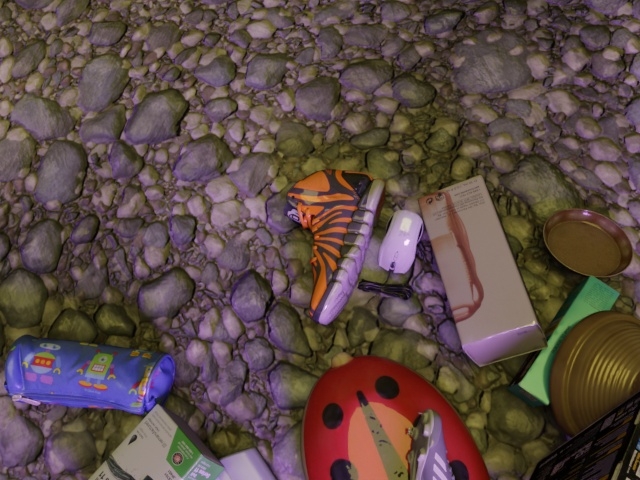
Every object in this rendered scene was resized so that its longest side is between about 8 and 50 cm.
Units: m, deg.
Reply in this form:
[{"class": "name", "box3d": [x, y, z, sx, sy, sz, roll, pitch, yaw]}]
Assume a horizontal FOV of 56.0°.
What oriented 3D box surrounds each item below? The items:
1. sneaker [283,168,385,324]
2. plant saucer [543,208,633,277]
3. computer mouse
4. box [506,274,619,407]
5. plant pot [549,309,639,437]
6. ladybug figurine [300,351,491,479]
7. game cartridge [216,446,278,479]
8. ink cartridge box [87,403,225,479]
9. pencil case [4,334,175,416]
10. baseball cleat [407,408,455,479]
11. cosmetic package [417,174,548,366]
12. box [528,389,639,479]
[{"class": "sneaker", "box3d": [0.000, 0.000, 1.179, 0.180, 0.124, 0.321, 16, 64, 12]}, {"class": "plant saucer", "box3d": [0.509, 0.009, 1.157, 0.168, 0.029, 0.168, 1, 52, -1]}, {"class": "computer mouse", "box3d": [0.138, 0.031, 1.129, 0.106, 0.193, 0.042, 17, 33, 9]}, {"class": "box", "box3d": [0.439, 0.185, 1.096, 0.060, 0.100, 0.244, 35, 78, 14]}, {"class": "plant pot", "box3d": [0.513, 0.244, 1.012, 0.237, 0.110, 0.237, -3, 97, -24]}, {"class": "ladybug figurine", "box3d": [0.126, 0.395, 1.019, 0.305, 0.162, 0.449, -29, 74, -5]}, {"class": "game cartridge", "box3d": [-0.199, 0.513, 1.061, 0.297, 0.062, 0.198, -36, 79, -7]}, {"class": "ink cartridge box", "box3d": [-0.294, 0.415, 1.032, 0.153, 0.087, 0.208, 32, 74, 37]}, {"class": "pencil case", "box3d": [-0.430, 0.253, 1.114, 0.306, 0.119, 0.133, 5, 45, 5]}, {"class": "baseball cleat", "box3d": [0.183, 0.365, 0.913, 0.109, 0.072, 0.205, 12, 78, -9]}, {"class": "cosmetic package", "box3d": [0.285, 0.054, 1.074, 0.129, 0.153, 0.296, -21, 57, 16]}, {"class": "box", "box3d": [0.386, 0.380, 0.885, 0.079, 0.322, 0.257, 38, 47, 14]}]
